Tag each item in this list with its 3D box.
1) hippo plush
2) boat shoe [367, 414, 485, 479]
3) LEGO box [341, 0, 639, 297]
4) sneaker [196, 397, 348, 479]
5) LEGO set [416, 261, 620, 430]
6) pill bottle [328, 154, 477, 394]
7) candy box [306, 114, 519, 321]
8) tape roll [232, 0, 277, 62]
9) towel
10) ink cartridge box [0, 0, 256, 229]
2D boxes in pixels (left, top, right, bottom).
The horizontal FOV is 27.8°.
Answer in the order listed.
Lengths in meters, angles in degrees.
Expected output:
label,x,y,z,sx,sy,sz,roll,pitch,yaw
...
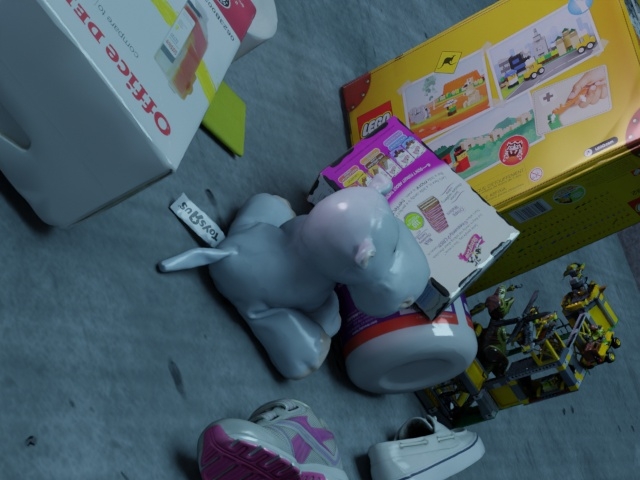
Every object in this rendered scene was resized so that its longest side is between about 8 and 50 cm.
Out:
label,x,y,z,sx,sy,sz,roll,pitch,yaw
hippo plush,0.000,0.000,1.569,0.294,0.236,0.234,47,30,-32
boat shoe,0.141,0.283,1.761,0.267,0.096,0.088,-12,82,-56
LEGO box,0.302,-0.165,1.997,0.193,0.500,0.372,35,39,-45
sneaker,-0.058,0.229,1.427,0.252,0.103,0.111,37,32,-55
LEGO set,0.257,0.124,1.904,0.192,0.331,0.255,56,47,-14
pill bottle,0.097,0.037,1.788,0.181,0.181,0.323,28,43,-52
candy box,0.120,-0.031,1.682,0.233,0.071,0.159,44,57,10
tape roll,-0.178,-0.362,1.688,0.286,0.100,0.286,47,24,-29
towel,-0.177,-0.209,1.681,0.237,0.021,0.102,42,37,-39
ink cartridge box,-0.240,-0.236,1.367,0.279,0.160,0.385,53,28,-23
